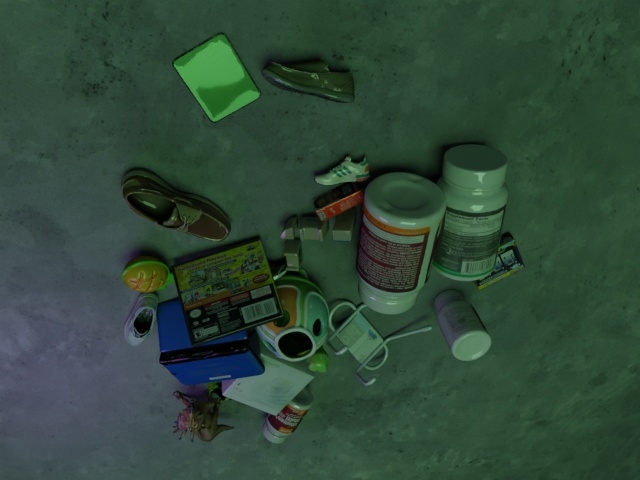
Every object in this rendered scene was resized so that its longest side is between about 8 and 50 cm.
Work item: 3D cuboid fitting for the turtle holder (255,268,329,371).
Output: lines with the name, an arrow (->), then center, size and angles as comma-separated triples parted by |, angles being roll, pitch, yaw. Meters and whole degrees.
turtle holder -> -0.089, 0.272, 1.804 | 0.244, 0.227, 0.320 | -3, 124, -9

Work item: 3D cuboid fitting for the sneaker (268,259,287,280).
sneaker -> -0.188, 0.087, 1.757 | 0.179, 0.072, 0.077 | -18, 115, -5

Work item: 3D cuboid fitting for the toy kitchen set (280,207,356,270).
toy kitchen set -> 0.000, 0.000, 1.724 | 0.207, 0.122, 0.166 | 3, 126, 12

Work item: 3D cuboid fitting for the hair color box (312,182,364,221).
hair color box -> 0.053, -0.116, 1.657 | 0.141, 0.072, 0.043 | -26, 125, 7

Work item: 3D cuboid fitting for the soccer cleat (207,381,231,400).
soccer cleat -> -0.315, 0.537, 2.039 | 0.179, 0.072, 0.060 | 24, 117, -24

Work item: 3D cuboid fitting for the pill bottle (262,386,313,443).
pill bottle -> -0.124, 0.631, 2.110 | 0.121, 0.121, 0.221 | 18, 119, -21

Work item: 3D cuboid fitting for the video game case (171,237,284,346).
video game case -> -0.269, 0.147, 1.678 | 0.275, 0.248, 0.035 | -18, 163, -4

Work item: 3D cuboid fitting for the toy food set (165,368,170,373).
toy food set -> -0.488, 0.425, 1.960 | 0.083, 0.020, 0.082 | 18, 119, -22

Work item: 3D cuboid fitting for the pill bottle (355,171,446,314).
pill bottle -> 0.219, 0.019, 1.676 | 0.224, 0.224, 0.392 | -4, 134, -8

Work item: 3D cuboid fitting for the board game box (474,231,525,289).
board game box -> 0.568, 0.069, 1.898 | 0.170, 0.048, 0.141 | -28, 127, 8

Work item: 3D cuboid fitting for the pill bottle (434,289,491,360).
pill bottle -> 0.458, 0.272, 1.904 | 0.131, 0.229, 0.131 | -5, 125, -7

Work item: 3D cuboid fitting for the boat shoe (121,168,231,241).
boat shoe -> -0.394, -0.071, 1.576 | 0.325, 0.116, 0.123 | 26, 116, -25

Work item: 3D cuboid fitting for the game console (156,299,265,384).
game console -> -0.342, 0.311, 1.818 | 0.294, 0.173, 0.250 | -10, 138, 13

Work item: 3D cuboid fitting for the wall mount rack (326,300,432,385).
wall mount rack -> 0.194, 0.314, 1.952 | 0.304, 0.130, 0.350 | -44, 125, -8

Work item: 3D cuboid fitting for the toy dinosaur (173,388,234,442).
toy dinosaur -> -0.414, 0.631, 2.007 | 0.127, 0.200, 0.295 | -27, 125, 8

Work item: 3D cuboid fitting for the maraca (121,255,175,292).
maraca -> -0.498, 0.104, 1.695 | 0.127, 0.099, 0.186 | -29, 151, 12

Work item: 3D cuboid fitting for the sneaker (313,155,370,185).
sneaker -> 0.059, -0.199, 1.620 | 0.162, 0.057, 0.075 | -6, 108, -5

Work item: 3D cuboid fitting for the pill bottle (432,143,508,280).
pill bottle -> 0.427, -0.079, 1.673 | 0.205, 0.204, 0.360 | -6, 125, -7

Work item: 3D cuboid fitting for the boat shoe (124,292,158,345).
boat shoe -> -0.560, 0.260, 1.793 | 0.079, 0.081, 0.227 | 16, 124, -20

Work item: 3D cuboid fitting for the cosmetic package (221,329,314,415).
cosmetic package -> -0.180, 0.446, 1.963 | 0.224, 0.138, 0.224 | 30, 113, -27

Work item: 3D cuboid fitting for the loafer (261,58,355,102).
loafer -> -0.026, -0.408, 1.442 | 0.251, 0.094, 0.087 | 8, 98, -26

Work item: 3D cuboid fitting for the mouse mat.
mouse mat -> -0.256, -0.401, 1.443 | 0.153, 0.007, 0.189 | -27, 124, 8
